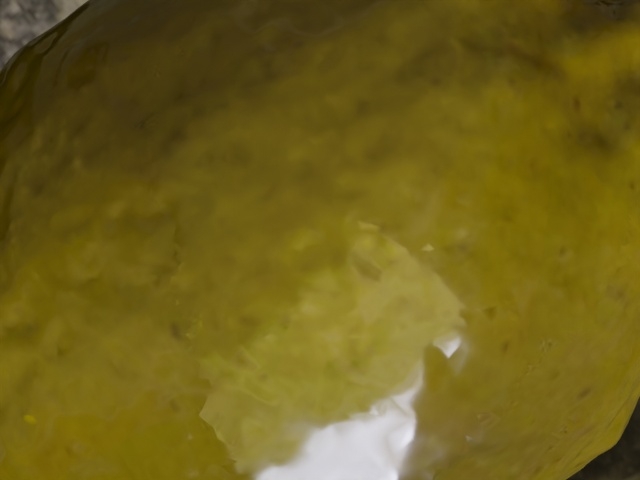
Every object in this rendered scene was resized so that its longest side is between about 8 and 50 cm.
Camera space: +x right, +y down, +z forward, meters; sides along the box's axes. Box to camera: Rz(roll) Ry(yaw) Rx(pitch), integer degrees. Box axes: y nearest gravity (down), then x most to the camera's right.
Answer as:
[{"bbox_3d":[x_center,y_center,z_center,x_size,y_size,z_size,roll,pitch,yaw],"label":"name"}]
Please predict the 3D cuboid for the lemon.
[{"bbox_3d":[-0.006,0.003,0.544,0.285,0.285,0.316,28,-94,43],"label":"lemon"}]
